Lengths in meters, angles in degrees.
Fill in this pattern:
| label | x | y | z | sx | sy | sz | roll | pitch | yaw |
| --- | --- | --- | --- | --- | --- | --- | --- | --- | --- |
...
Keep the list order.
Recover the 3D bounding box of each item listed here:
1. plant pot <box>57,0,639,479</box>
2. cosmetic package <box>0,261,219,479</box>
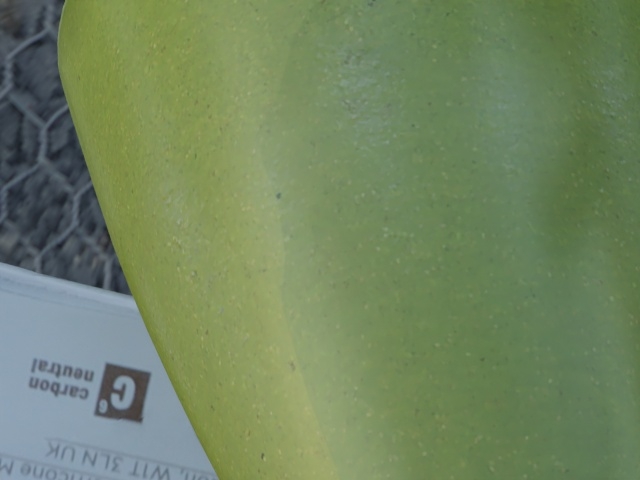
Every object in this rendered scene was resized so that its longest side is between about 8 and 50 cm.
| label | x | y | z | sx | sy | sz | roll | pitch | yaw |
| --- | --- | --- | --- | --- | --- | --- | --- | --- | --- |
| plant pot | 0.047 | 0.023 | 0.708 | 0.275 | 0.293 | 0.275 | -8 | 144 | -6 |
| cosmetic package | -0.110 | 0.218 | 1.015 | 0.329 | 0.393 | 0.327 | 13 | 78 | -8 |
